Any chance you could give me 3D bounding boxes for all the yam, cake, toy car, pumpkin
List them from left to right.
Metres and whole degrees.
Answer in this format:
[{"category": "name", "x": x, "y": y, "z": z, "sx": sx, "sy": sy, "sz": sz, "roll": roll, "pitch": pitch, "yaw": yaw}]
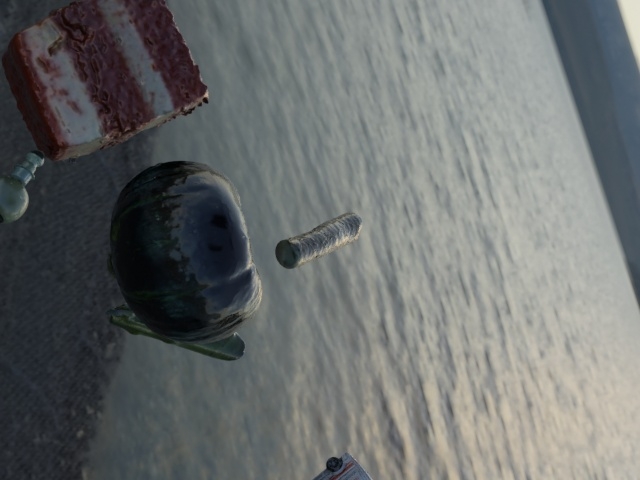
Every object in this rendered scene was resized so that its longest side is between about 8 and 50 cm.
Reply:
[{"category": "cake", "x": -0.429, "y": -0.321, "z": 1.765, "sx": 0.270, "sy": 0.320, "sz": 0.269, "roll": 66, "pitch": -20, "yaw": -9}, {"category": "pumpkin", "x": -0.226, "y": 0.020, "z": 1.449, "sx": 0.315, "sy": 0.239, "sz": 0.315, "roll": 164, "pitch": -90, "yaw": -89}, {"category": "yam", "x": 0.000, "y": 0.000, "z": 2.065, "sx": 0.357, "sy": 0.081, "sz": 0.081, "roll": -23, "pitch": 95, "yaw": -61}, {"category": "toy car", "x": 0.006, "y": 0.496, "z": 1.685, "sx": 0.108, "sy": 0.210, "sz": 0.089, "roll": 46, "pitch": -17, "yaw": 30}]

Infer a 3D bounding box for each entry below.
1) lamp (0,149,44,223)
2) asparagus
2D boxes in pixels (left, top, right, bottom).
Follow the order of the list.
[{"category": "lamp", "x": -0.573, "y": -0.109, "z": 1.704, "sx": 0.091, "sy": 0.091, "sz": 0.163, "roll": 57, "pitch": 48, "yaw": -39}, {"category": "asparagus", "x": -0.313, "y": 0.188, "z": 1.932, "sx": 0.343, "sy": 0.082, "sz": 0.085, "roll": 21, "pitch": 19, "yaw": -35}]
